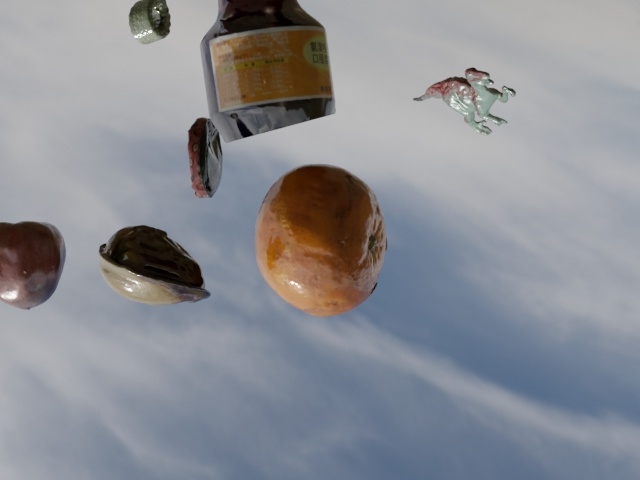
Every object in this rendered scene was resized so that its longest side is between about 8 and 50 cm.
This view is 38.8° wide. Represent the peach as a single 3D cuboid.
[{"bbox_3d":[-0.495,0.043,1.508,0.152,0.152,0.152,18,-152,-10],"label":"peach"}]

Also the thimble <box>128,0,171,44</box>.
[{"bbox_3d":[-0.371,-0.485,1.986,0.084,0.062,0.110,50,-140,-44],"label":"thimble"}]

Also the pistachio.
[{"bbox_3d":[-0.283,0.051,1.579,0.210,0.131,0.165,28,-177,-18],"label":"pistachio"}]

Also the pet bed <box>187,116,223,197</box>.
[{"bbox_3d":[-0.275,-0.201,2.190,0.053,0.201,0.201,2,-154,9],"label":"pet bed"}]

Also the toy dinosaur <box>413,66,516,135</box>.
[{"bbox_3d":[0.215,-0.237,1.459,0.242,0.053,0.167,27,172,47],"label":"toy dinosaur"}]

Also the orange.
[{"bbox_3d":[0.000,0.000,1.680,0.226,0.284,0.284,-3,-161,23],"label":"orange"}]

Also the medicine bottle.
[{"bbox_3d":[-0.111,-0.389,1.642,0.242,0.395,0.242,-10,-172,1],"label":"medicine bottle"}]
